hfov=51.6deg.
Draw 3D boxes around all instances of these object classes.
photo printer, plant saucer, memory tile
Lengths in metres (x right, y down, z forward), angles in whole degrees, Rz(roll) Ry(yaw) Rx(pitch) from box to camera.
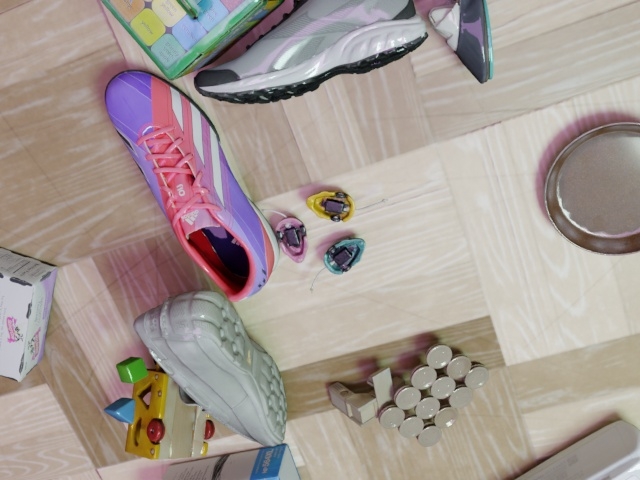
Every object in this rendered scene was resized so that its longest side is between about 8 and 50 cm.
[{"bbox_3d":[0.429,0.432,0.942,0.256,0.107,0.307,-41,102,19],"label":"photo printer"},{"bbox_3d":[0.357,-0.063,0.798,0.169,0.029,0.168,6,115,13],"label":"plant saucer"},{"bbox_3d":[0.157,0.216,0.918,0.113,0.012,0.148,30,102,-24],"label":"memory tile"}]

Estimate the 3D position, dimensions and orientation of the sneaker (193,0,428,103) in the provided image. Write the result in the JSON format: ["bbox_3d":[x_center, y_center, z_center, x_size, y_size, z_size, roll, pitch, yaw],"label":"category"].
[{"bbox_3d":[-0.020,-0.228,0.762,0.272,0.100,0.107,-18,95,8],"label":"sneaker"}]

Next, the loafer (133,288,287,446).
[{"bbox_3d":[-0.130,0.179,0.873,0.112,0.112,0.319,-12,133,14],"label":"loafer"}]

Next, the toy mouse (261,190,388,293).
[{"bbox_3d":[0.000,0.000,0.870,0.161,0.031,0.143,7,111,4],"label":"toy mouse"}]

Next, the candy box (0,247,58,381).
[{"bbox_3d":[-0.490,0.089,0.941,0.196,0.070,0.164,19,111,0],"label":"candy box"}]

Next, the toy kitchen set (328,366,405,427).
[{"bbox_3d":[0.065,0.203,0.940,0.083,0.075,0.068,-24,116,-27],"label":"toy kitchen set"}]

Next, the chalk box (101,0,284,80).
[{"bbox_3d":[-0.139,-0.261,0.691,0.132,0.213,0.132,-35,103,17],"label":"chalk box"}]

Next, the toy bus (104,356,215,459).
[{"bbox_3d":[-0.212,0.207,0.930,0.104,0.202,0.190,-4,121,41],"label":"toy bus"}]

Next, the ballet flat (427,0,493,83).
[{"bbox_3d":[0.151,-0.274,0.731,0.074,0.074,0.203,-4,104,8],"label":"ballet flat"}]

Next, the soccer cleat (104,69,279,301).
[{"bbox_3d":[-0.160,-0.067,0.818,0.109,0.116,0.318,-28,105,16],"label":"soccer cleat"}]

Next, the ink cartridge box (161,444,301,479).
[{"bbox_3d":[-0.130,0.409,1.009,0.203,0.086,0.148,-13,108,12],"label":"ink cartridge box"}]
